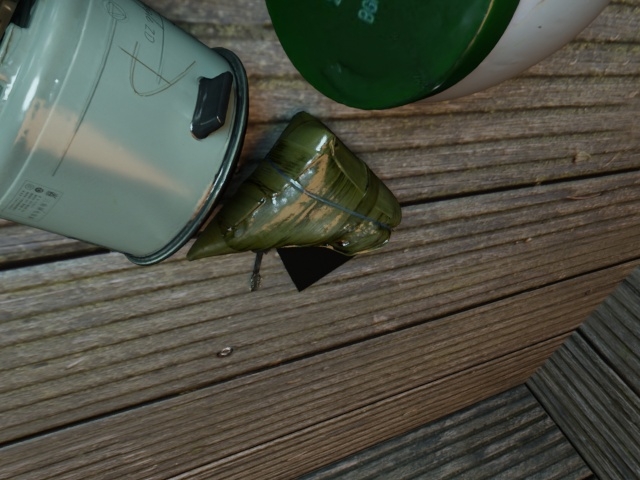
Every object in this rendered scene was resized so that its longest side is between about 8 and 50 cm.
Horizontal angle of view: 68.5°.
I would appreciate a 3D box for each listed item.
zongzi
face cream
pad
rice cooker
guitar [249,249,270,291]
[{"bbox_3d":[-0.027,-0.016,0.718,0.274,0.125,0.251,-47,128,7],"label":"zongzi"},{"bbox_3d":[0.140,-0.259,0.451,0.312,0.219,0.357,-23,-174,47],"label":"face cream"},{"bbox_3d":[0.000,0.000,0.870,0.163,0.004,0.243,-33,146,-8],"label":"pad"},{"bbox_3d":[-0.194,-0.108,0.449,0.280,0.241,0.227,-11,155,42],"label":"rice cooker"},{"bbox_3d":[-0.099,0.013,0.822,0.088,0.025,0.233,-12,139,-30],"label":"guitar"}]
